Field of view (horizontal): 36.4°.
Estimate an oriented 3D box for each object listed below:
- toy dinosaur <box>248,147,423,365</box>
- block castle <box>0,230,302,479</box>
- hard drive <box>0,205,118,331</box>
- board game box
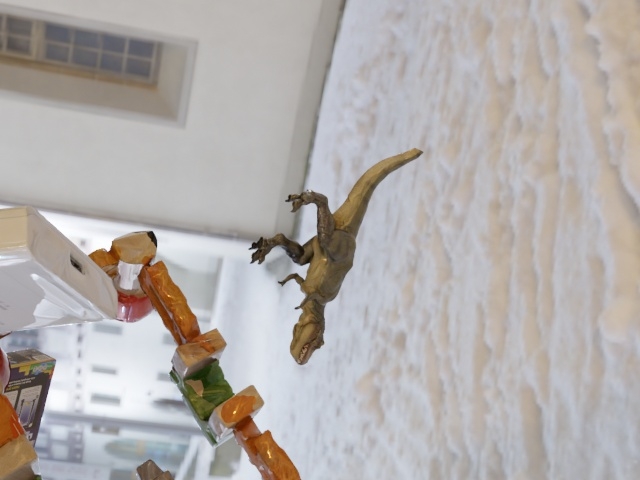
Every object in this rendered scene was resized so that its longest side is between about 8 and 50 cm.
[{"bbox_3d":[0.000,0.000,1.054,0.268,0.118,0.064,-63,31,10],"label":"toy dinosaur"},{"bbox_3d":[-0.221,0.243,1.128,0.453,0.303,0.213,55,154,13],"label":"block castle"},{"bbox_3d":[-0.381,0.044,0.842,0.233,0.353,0.047,73,-169,-72],"label":"hard drive"},{"bbox_3d":[-0.432,0.222,1.273,0.170,0.048,0.141,0,-71,-66],"label":"board game box"}]
